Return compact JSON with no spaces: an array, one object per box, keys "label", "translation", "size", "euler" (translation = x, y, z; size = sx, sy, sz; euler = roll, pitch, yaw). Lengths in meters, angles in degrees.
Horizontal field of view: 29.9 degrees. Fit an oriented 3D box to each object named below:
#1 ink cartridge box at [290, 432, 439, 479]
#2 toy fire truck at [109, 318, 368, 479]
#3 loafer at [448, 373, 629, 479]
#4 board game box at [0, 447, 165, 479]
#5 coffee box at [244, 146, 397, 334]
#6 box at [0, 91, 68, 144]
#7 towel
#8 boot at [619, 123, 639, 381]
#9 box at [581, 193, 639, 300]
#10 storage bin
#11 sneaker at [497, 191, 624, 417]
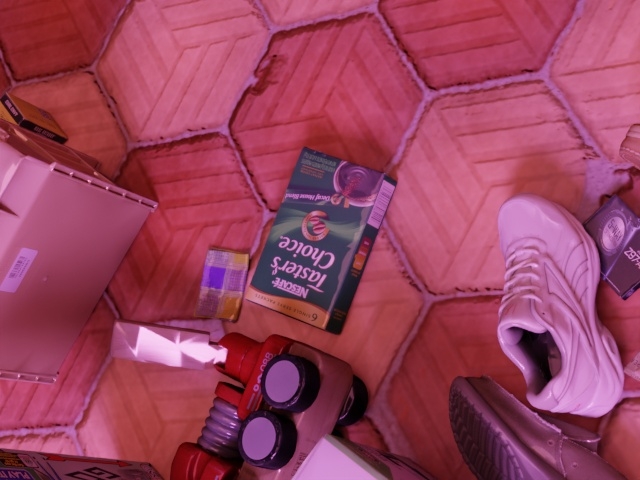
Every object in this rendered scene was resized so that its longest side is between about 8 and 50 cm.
[{"label":"ink cartridge box","translation":[0.080,0.269,1.111],"size":[0.160,0.219,0.092],"euler":[34,91,28]},{"label":"toy fire truck","translation":[-0.111,0.187,1.275],"size":[0.246,0.158,0.217],"euler":[21,89,40]},{"label":"loafer","translation":[0.219,0.215,1.140],"size":[0.087,0.094,0.251],"euler":[-25,52,-28]},{"label":"board game box","translation":[-0.206,0.299,1.187],"size":[0.213,0.317,0.046],"euler":[41,97,27]},{"label":"coffee box","translation":[0.000,0.000,1.312],"size":[0.113,0.040,0.184],"euler":[21,88,28]},{"label":"box","translation":[-0.432,-0.075,1.519],"size":[0.232,0.087,0.058],"euler":[-47,61,11]},{"label":"towel","translation":[-0.113,0.051,1.373],"size":[0.060,0.009,0.083],"euler":[10,83,29]},{"label":"boot","translation":[0.336,0.037,1.098],"size":[0.262,0.095,0.203],"euler":[41,99,13]},{"label":"box","translation":[0.295,0.007,1.178],"size":[0.067,0.018,0.083],"euler":[-43,63,12]},{"label":"storage bin","translation":[-0.351,0.017,1.360],"size":[0.123,0.260,0.262],"euler":[33,93,25]},{"label":"sneaker","translation":[0.211,0.056,1.143],"size":[0.090,0.115,0.232],"euler":[-35,62,41]}]
